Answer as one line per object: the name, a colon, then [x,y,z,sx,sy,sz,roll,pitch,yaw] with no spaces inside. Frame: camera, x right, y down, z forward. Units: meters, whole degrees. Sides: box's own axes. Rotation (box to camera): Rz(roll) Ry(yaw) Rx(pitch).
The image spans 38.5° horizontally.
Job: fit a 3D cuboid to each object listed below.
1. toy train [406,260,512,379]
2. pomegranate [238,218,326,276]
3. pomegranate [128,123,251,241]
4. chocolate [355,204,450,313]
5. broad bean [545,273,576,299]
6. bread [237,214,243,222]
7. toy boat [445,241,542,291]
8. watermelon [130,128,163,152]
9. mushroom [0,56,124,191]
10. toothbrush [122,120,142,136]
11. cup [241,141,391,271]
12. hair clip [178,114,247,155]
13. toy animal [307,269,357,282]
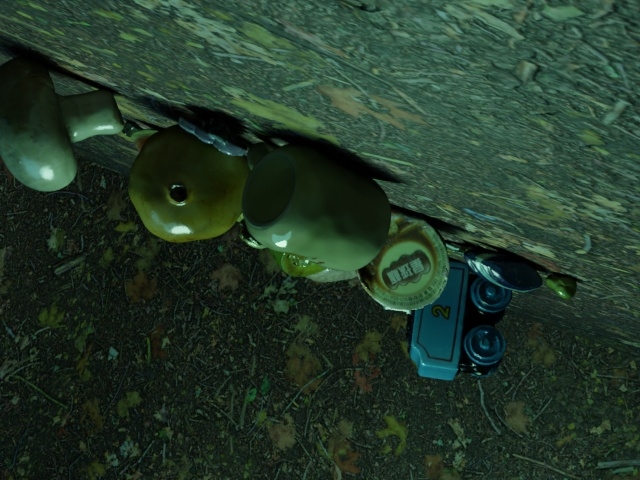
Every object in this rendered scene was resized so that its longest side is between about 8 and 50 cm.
toy train: [0.357,0.206,2.398,0.265,0.300,0.188,7,160,7]
pomegranate: [-0.050,-0.033,1.775,0.159,0.240,0.190,59,162,30]
pomegranate: [-0.240,-0.102,1.678,0.233,0.233,0.233,21,177,1]
chocolate: [0.175,0.024,1.840,0.221,0.221,0.147,20,-158,14]
broad bean: [0.495,0.093,1.877,0.063,0.045,0.083,23,-176,-10]
bread: [-0.235,-0.105,1.974,0.178,0.135,0.240,3,-179,-11]
toy boat: [0.338,0.048,1.964,0.220,0.067,0.291,22,179,-31]
watermelon: [-0.334,-0.188,1.958,0.125,0.094,0.135,34,164,-36]
mushroom: [-0.475,-0.218,1.648,0.243,0.244,0.243,21,177,1]
toothbrush: [-0.403,-0.235,2.163,0.030,0.030,0.297,46,-177,11]
cup: [-0.017,-0.086,1.496,0.173,0.255,0.202,-35,141,31]
hair clip: [-0.176,-0.186,1.536,0.124,0.052,0.195,29,-177,-10]
toy animal: [-0.006,-0.002,2.135,0.358,0.188,0.226,23,170,-24]
